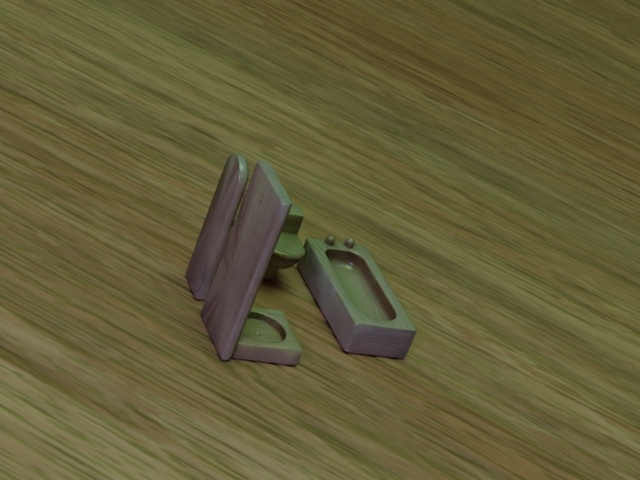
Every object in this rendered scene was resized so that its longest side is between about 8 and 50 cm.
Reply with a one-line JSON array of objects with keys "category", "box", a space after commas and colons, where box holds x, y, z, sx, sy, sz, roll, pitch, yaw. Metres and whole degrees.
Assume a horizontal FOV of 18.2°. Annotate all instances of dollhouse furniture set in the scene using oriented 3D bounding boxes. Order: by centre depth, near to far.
[{"category": "dollhouse furniture set", "box": [0.000, 0.000, 1.389, 0.151, 0.123, 0.144, 8, 29, -25]}]
